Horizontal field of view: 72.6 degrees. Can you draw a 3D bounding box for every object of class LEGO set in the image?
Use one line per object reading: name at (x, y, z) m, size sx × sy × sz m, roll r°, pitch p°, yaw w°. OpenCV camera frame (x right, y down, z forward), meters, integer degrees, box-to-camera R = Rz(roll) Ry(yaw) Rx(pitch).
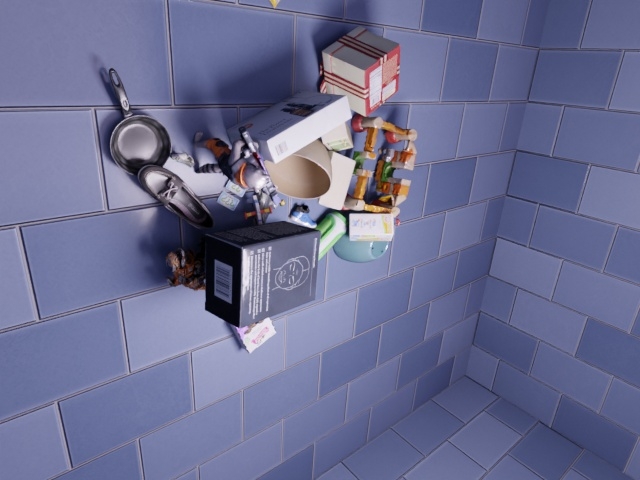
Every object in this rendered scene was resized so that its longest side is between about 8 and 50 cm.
LEGO set at (-0.259, -0.168, 1.728) m, size 0.244 × 0.060 × 0.182 m, roll 31°, pitch 88°, yaw -23°

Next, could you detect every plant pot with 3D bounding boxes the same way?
plant pot at (-0.079, -0.326, 1.757) m, size 0.284 × 0.284 × 0.191 m, roll 44°, pitch 49°, yaw -44°
plant pot at (0.231, -0.005, 2.208) m, size 0.290 × 0.195 × 0.290 m, roll -19°, pitch 120°, yaw -35°

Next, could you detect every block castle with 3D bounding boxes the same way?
block castle at (0.256, -0.346, 2.071) m, size 0.303 × 0.213 × 0.453 m, roll 7°, pitch 98°, yaw -32°

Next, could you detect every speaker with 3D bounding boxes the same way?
speaker at (0.000, 0.000, 2.047) m, size 0.296 × 0.131 × 0.131 m, roll -46°, pitch 133°, yaw -16°

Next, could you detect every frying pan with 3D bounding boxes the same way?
frying pan at (-0.614, -0.347, 1.377) m, size 0.197 × 0.053 × 0.326 m, roll -50°, pitch 135°, yaw -14°

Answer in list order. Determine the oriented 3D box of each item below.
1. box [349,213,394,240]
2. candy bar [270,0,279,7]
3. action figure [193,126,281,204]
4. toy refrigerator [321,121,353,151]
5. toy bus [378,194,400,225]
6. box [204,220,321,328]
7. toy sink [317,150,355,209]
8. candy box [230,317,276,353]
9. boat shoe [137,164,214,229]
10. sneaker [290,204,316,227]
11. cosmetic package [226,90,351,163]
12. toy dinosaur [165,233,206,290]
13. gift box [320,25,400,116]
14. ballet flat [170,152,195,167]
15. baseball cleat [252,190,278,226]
box at (0.238, -0.061, 2.047) m, size 0.114 × 0.203 × 0.103 m, roll 76°, pitch 15°, yaw -74°
candy bar at (-0.133, -0.918, 1.579) m, size 0.161 × 0.018 × 0.040 m, roll -55°, pitch 135°, yaw -7°
action figure at (-0.285, -0.231, 1.535) m, size 0.178 × 0.330 × 0.341 m, roll -43°, pitch 132°, yaw -18°
toy refrigerator at (0.070, -0.432, 1.813) m, size 0.269 × 0.102 × 0.094 m, roll -20°, pitch 98°, yaw -81°
toy bus at (0.352, -0.174, 2.304) m, size 0.104 × 0.191 × 0.202 m, roll -11°, pitch 126°, yaw 11°
box at (-0.208, 0.106, 1.620) m, size 0.395 × 0.212 × 0.293 m, roll -12°, pitch 112°, yaw -48°
toy sink at (0.034, -0.272, 1.951) m, size 0.153 × 0.131 × 0.234 m, roll 11°, pitch 97°, yaw -44°
candy box at (-0.309, 0.390, 1.986) m, size 0.165 × 0.070 × 0.196 m, roll -37°, pitch 129°, yaw -25°
boat shoe at (-0.487, -0.145, 1.527) m, size 0.112 × 0.095 × 0.335 m, roll -52°, pitch 143°, yaw -9°
sneaker at (-0.062, -0.115, 1.987) m, size 0.152 × 0.058 × 0.084 m, roll 20°, pitch 104°, yaw -39°
cosmetic package at (-0.117, -0.437, 1.627) m, size 0.377 × 0.284 × 0.097 m, roll -37°, pitch 127°, yaw -25°
toy dinosaur at (-0.478, 0.104, 1.656) m, size 0.218 × 0.164 × 0.322 m, roll -44°, pitch 176°, yaw -18°
gift box at (0.151, -0.677, 1.790) m, size 0.255 × 0.258 × 0.276 m, roll -39°, pitch 151°, yaw -25°
ballet flat at (-0.477, -0.287, 1.521) m, size 0.041 × 0.041 × 0.114 m, roll -65°, pitch 160°, yaw 2°
baseball cleat at (-0.226, -0.117, 1.827) m, size 0.109 × 0.072 × 0.205 m, roll -7°, pitch 115°, yaw -40°
